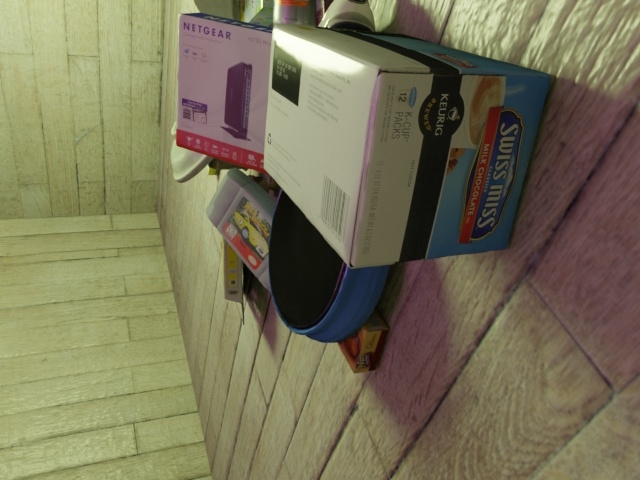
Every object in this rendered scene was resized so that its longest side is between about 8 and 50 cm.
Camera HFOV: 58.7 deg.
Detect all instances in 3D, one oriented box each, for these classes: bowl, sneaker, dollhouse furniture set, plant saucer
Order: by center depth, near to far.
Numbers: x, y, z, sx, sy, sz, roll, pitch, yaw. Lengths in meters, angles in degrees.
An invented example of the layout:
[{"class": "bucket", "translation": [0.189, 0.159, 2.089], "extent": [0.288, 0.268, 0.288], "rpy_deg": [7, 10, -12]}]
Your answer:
[{"class": "sneaker", "translation": [0.028, -0.319, 1.057], "extent": [0.330, 0.122, 0.146], "rpy_deg": [123, 156, -57]}, {"class": "bowl", "translation": [0.000, 0.000, 1.103], "extent": [0.391, 0.077, 0.391], "rpy_deg": [-24, 63, 59]}, {"class": "plant saucer", "translation": [-0.306, -0.344, 1.558], "extent": [0.400, 0.100, 0.400], "rpy_deg": [-39, 29, 27]}, {"class": "sneaker", "translation": [-0.272, -0.681, 1.567], "extent": [0.292, 0.108, 0.169], "rpy_deg": [71, -162, -61]}, {"class": "dollhouse furniture set", "translation": [-0.213, -0.068, 1.569], "extent": [0.303, 0.173, 0.356], "rpy_deg": [-155, 63, -65]}]

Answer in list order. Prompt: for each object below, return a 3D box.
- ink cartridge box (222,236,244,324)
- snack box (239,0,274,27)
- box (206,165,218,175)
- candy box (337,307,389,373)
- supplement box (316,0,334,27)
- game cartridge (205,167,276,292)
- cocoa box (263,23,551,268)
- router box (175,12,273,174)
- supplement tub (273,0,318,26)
[{"class": "ink cartridge box", "translation": [-0.272, 0.067, 1.783], "extent": [0.303, 0.072, 0.307], "rpy_deg": [-121, 34, -74]}, {"class": "snack box", "translation": [-0.153, -0.649, 1.461], "extent": [0.207, 0.070, 0.175], "rpy_deg": [-174, 81, -65]}, {"class": "box", "translation": [-0.404, -0.344, 2.147], "extent": [0.179, 0.043, 0.105], "rpy_deg": [112, 146, -51]}, {"class": "candy box", "translation": [0.061, 0.151, 1.108], "extent": [0.187, 0.053, 0.109], "rpy_deg": [-123, 37, -47]}, {"class": "supplement box", "translation": [0.023, -0.428, 1.096], "extent": [0.043, 0.055, 0.083], "rpy_deg": [-165, 73, -66]}, {"class": "game cartridge", "translation": [-0.157, -0.026, 1.405], "extent": [0.294, 0.060, 0.196], "rpy_deg": [49, 133, 9]}, {"class": "cocoa box", "translation": [0.085, -0.149, 0.772], "extent": [0.347, 0.227, 0.232], "rpy_deg": [-131, 42, -55]}, {"class": "router box", "translation": [-0.162, -0.320, 1.264], "extent": [0.335, 0.082, 0.301], "rpy_deg": [18, 119, 20]}, {"class": "supplement tub", "translation": [-0.034, -0.521, 1.138], "extent": [0.117, 0.117, 0.191], "rpy_deg": [-141, 51, -60]}]
